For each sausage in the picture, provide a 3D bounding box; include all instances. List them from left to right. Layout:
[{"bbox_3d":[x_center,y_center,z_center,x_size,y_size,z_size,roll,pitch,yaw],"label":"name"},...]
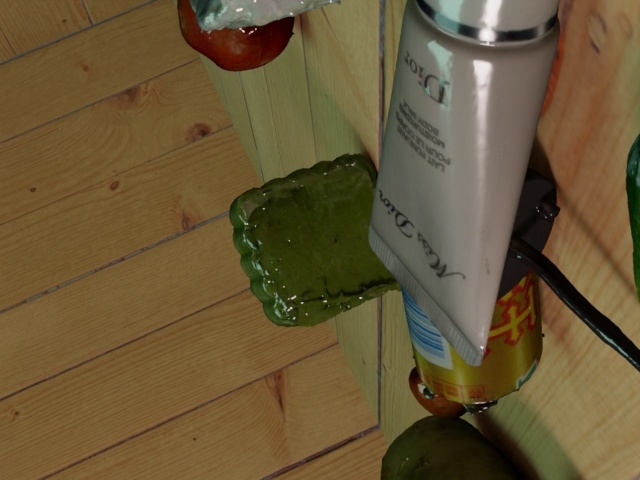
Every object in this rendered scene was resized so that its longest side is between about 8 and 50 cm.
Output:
[{"bbox_3d":[0.121,-0.005,0.929,0.117,0.125,0.317,22,142,31],"label":"sausage"}]

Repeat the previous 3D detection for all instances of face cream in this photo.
[{"bbox_3d":[0.089,-0.069,0.713,0.143,0.089,0.314,49,149,36],"label":"face cream"}]

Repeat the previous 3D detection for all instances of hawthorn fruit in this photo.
[{"bbox_3d":[-0.111,-0.311,1.511,0.188,0.169,0.169,-131,18,-73],"label":"hawthorn fruit"},{"bbox_3d":[0.164,0.194,1.463,0.093,0.081,0.081,58,175,-10],"label":"hawthorn fruit"}]

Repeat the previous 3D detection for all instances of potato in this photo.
[{"bbox_3d":[0.180,0.343,1.445,0.307,0.173,0.210,-136,24,-81],"label":"potato"}]

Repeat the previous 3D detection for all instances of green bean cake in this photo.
[{"bbox_3d":[0.000,0.000,1.494,0.200,0.214,0.113,67,168,-5],"label":"green bean cake"}]

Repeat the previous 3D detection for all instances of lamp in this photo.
[{"bbox_3d":[0.195,0.109,0.739,0.130,0.108,0.371,35,-159,-55],"label":"lamp"}]

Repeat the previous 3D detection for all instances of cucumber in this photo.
[{"bbox_3d":[0.190,-0.016,0.628,0.039,0.039,0.168,60,174,41],"label":"cucumber"}]

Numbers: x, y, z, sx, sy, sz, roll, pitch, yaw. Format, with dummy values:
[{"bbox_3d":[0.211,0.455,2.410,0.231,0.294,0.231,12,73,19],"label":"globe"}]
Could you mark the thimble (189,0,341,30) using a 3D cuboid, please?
[{"bbox_3d":[-0.065,-0.311,1.045,0.205,0.172,0.250,87,160,-68],"label":"thimble"}]
